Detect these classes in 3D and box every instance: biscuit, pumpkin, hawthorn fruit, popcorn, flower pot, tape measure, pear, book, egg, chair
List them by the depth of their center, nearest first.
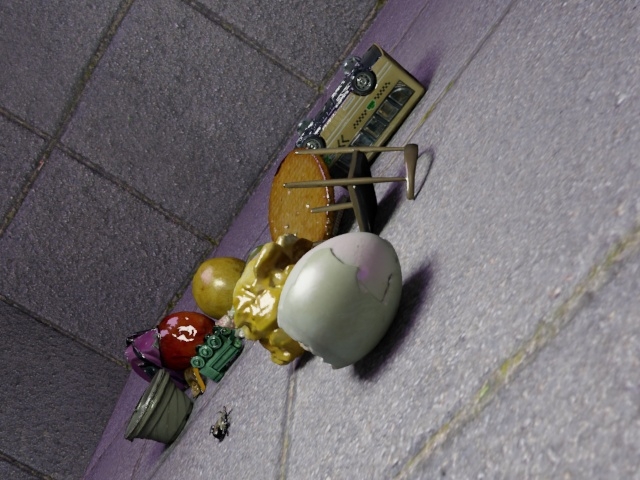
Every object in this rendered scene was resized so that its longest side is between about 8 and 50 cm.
[{"bbox_3d":[0.038,0.085,1.196,0.217,0.183,0.183,-53,12,-6],"label":"egg"},{"bbox_3d":[-0.080,0.114,1.517,0.190,0.191,0.254,-3,63,61],"label":"popcorn"},{"bbox_3d":[0.083,-0.100,1.572,0.272,0.166,0.188,-7,30,14],"label":"chair"},{"bbox_3d":[-0.046,-0.078,1.855,0.305,0.038,0.306,-4,85,58],"label":"biscuit"},{"bbox_3d":[0.000,0.000,1.927,0.162,0.022,0.232,-44,18,40],"label":"book"},{"bbox_3d":[-0.469,0.508,2.222,0.235,0.140,0.235,-55,11,15],"label":"flower pot"},{"bbox_3d":[-0.371,0.420,2.251,0.073,0.035,0.101,-48,60,49],"label":"pumpkin"},{"bbox_3d":[-0.293,0.145,2.302,0.209,0.208,0.209,-53,13,18],"label":"pear"},{"bbox_3d":[-0.389,0.300,2.305,0.251,0.190,0.190,-13,30,18],"label":"hawthorn fruit"},{"bbox_3d":[-0.523,0.389,2.480,0.231,0.245,0.149,-23,33,43],"label":"tape measure"}]

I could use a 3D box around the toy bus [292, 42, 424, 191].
[{"bbox_3d":[0.089,-0.311,1.945,0.365,0.201,0.177,-51,20,18],"label":"toy bus"}]

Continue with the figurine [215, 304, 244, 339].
[{"bbox_3d":[-0.256,0.241,2.155,0.146,0.098,0.081,-55,25,7],"label":"figurine"}]

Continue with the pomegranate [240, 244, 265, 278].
[{"bbox_3d":[-0.128,0.087,1.992,0.191,0.131,0.152,1,66,59],"label":"pomegranate"}]

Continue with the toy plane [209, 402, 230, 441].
[{"bbox_3d":[-0.229,0.425,1.750,0.049,0.031,0.121,-48,17,17],"label":"toy plane"}]

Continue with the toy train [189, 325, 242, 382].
[{"bbox_3d":[-0.284,0.308,2.081,0.170,0.111,0.071,-47,17,27],"label":"toy train"}]
